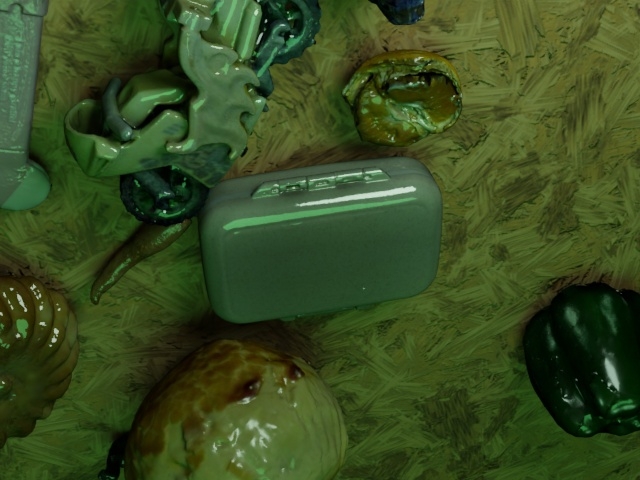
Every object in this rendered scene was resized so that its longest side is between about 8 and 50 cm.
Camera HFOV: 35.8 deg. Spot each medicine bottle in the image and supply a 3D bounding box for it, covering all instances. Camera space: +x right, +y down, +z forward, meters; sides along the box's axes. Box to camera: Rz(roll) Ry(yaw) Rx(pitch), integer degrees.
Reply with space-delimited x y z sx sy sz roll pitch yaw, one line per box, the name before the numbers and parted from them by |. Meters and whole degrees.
medicine bottle | 0.000 0.000 1.551 0.375 0.123 0.282 -9 131 -8

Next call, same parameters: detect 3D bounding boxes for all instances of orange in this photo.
orange | 0.118 -0.210 1.409 0.170 0.112 0.160 15 141 3

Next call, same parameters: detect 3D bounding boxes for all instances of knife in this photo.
knife | -0.413 -0.205 1.322 0.132 0.038 0.398 3 128 -20

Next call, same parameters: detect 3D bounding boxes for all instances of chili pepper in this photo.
chili pepper | 0.510 0.224 1.802 0.249 0.256 0.233 -2 143 -15

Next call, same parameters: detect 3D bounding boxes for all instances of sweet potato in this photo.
sweet potato | -0.288 0.022 1.541 0.214 0.050 0.050 -38 129 15

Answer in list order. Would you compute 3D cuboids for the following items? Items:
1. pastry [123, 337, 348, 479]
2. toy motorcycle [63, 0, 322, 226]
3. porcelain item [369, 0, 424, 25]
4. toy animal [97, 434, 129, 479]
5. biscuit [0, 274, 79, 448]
pastry | -0.150 0.332 1.648 0.388 0.312 0.388 -37 172 -6
toy motorcycle | -0.180 -0.197 1.309 0.237 0.168 0.410 20 117 -36
porcelain item | 0.070 -0.406 1.175 0.138 0.186 0.288 -9 131 -5
toy animal | -0.303 0.435 1.839 0.245 0.146 0.114 31 111 -35
biscuit | -0.508 0.206 1.525 0.326 0.107 0.325 -33 142 -31
